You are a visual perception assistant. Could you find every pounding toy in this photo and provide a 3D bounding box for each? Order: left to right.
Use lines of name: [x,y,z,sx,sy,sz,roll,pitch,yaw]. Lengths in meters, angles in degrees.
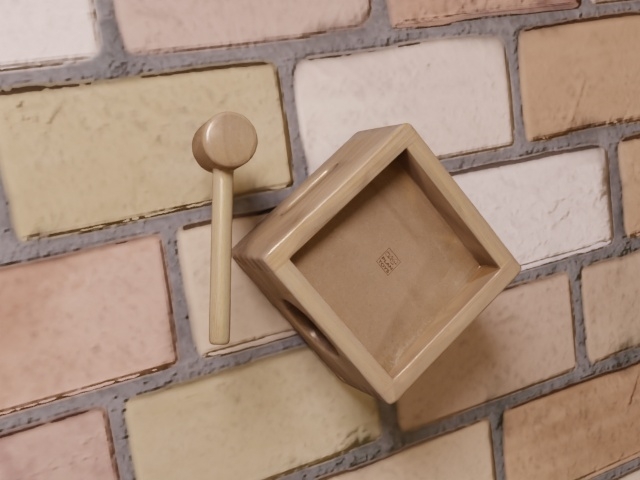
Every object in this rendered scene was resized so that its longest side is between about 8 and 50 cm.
pounding toy: [-0.010,0.002,0.594,0.181,0.094,0.206,-44,105,-13]
